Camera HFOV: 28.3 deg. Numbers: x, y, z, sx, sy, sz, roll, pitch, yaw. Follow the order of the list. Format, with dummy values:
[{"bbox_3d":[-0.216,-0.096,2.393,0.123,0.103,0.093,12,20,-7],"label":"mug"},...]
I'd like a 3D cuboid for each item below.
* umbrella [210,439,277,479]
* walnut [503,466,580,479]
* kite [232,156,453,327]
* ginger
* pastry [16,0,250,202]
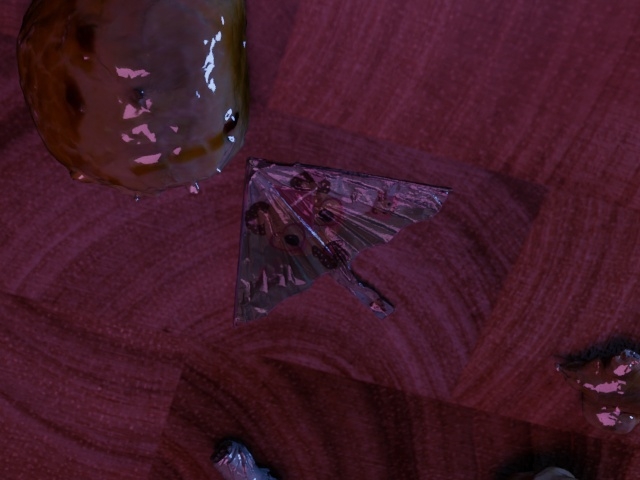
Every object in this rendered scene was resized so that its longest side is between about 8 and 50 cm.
[{"bbox_3d":[-0.085,0.317,1.650,0.143,0.062,0.067,50,147,-17],"label":"umbrella"},{"bbox_3d":[0.300,0.367,1.635,0.166,0.149,0.167,23,137,24],"label":"walnut"},{"bbox_3d":[0.000,0.000,1.466,0.323,0.013,0.268,-30,118,19],"label":"kite"},{"bbox_3d":[0.403,0.175,1.550,0.214,0.059,0.133,-14,127,11],"label":"ginger"},{"bbox_3d":[-0.191,-0.161,1.270,0.236,0.170,0.256,-2,119,-1],"label":"pastry"}]
